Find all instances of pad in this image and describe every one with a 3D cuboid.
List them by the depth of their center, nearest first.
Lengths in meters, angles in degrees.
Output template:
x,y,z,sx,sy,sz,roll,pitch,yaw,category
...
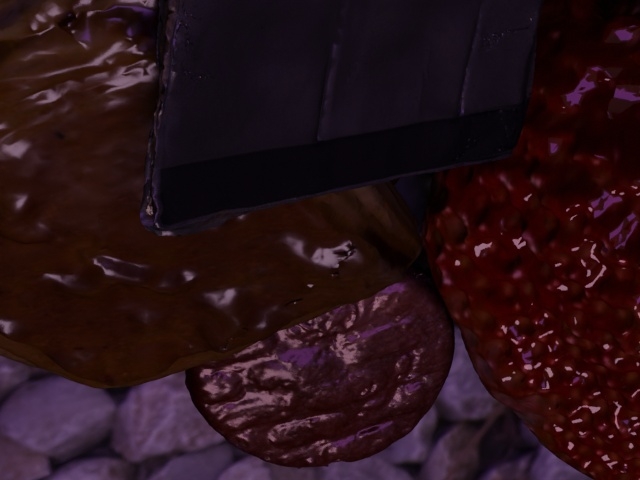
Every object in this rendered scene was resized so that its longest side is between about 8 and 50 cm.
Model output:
x,y,z,sx,sy,sz,roll,pitch,yaw,category
0.020,-0.097,0.896,0.233,0.022,0.174,-15,127,-33,pad

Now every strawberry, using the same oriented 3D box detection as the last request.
x,y,z,sx,sy,sz,roll,pitch,yaw,category
0.218,-0.002,1.145,0.312,0.267,0.351,10,120,4,strawberry

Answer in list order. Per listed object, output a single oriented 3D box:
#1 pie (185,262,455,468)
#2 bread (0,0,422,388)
x,y,z,sx,sy,sz,roll,pitch,yaw,category
0.000,0.074,1.215,0.182,0.049,0.182,-6,127,-7,pie
-0.120,-0.064,1.010,0.277,0.167,0.324,-23,142,26,bread
